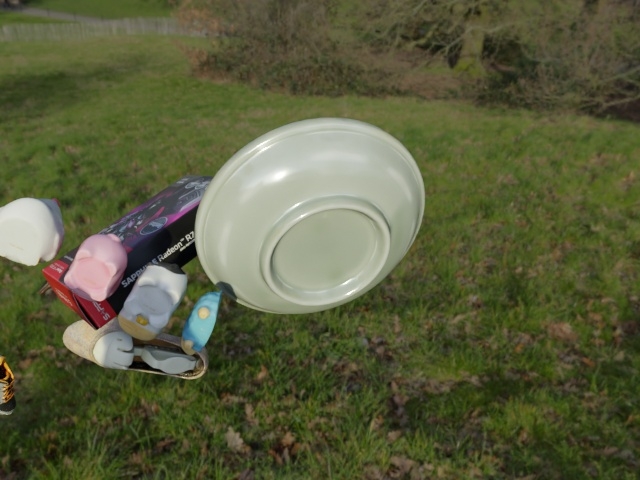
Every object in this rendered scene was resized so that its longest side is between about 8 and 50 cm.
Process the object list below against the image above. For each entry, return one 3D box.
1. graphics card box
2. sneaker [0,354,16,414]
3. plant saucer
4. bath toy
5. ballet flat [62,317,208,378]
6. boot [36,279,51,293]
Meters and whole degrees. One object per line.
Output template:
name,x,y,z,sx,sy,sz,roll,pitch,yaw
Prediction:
graphics card box,-0.339,0.003,1.116,0.371,0.094,0.232,-39,28,-26
sneaker,-0.885,0.398,1.560,0.083,0.215,0.084,-2,31,8
plant saucer,0.000,0.000,0.930,0.400,0.401,0.101,-5,40,-16
bath toy,-0.319,0.048,0.864,0.348,0.151,0.129,33,21,-14
ballet flat,-0.385,0.237,1.218,0.316,0.108,0.106,13,10,-26
boot,-0.639,0.131,1.437,0.106,0.114,0.037,-40,29,-4
